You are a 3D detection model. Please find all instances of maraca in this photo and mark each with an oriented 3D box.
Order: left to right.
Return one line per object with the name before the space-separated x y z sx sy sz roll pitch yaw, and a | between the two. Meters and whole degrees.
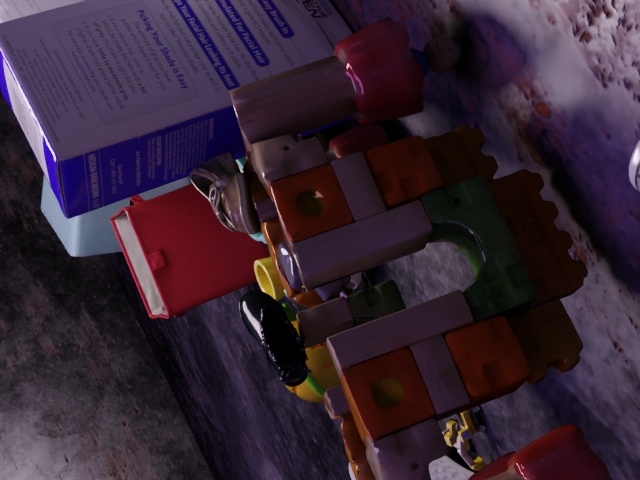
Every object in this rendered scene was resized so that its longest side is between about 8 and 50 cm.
maraca | -0.019 0.162 1.406 0.127 0.099 0.185 49 -170 -37

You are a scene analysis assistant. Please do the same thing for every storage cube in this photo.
storage cube | -0.217 0.006 1.607 0.215 0.193 0.184 69 160 -3

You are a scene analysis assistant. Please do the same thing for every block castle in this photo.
block castle | 0.091 0.057 0.857 0.303 0.213 0.453 91 158 -72

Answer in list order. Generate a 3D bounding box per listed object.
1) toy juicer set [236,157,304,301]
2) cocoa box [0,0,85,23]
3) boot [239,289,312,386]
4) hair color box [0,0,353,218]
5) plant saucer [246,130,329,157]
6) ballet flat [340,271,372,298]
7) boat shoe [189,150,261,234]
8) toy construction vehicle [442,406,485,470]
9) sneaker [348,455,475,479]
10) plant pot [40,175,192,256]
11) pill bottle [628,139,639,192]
toy juicer set | -0.091 -0.068 1.355 0.329 0.089 0.209 70 161 -5
cocoa box | -0.342 -0.276 1.521 0.347 0.231 0.228 49 164 44
boot | -0.048 0.090 0.964 0.121 0.045 0.099 60 173 19
hair color box | -0.141 -0.171 0.997 0.185 0.339 0.110 58 158 25
plant saucer | -0.057 -0.145 1.137 0.188 0.045 0.188 21 -148 -58
ballet flat | 0.000 0.000 1.165 0.079 0.077 0.221 7 146 45
boat shoe | -0.092 -0.042 0.913 0.153 0.048 0.056 -120 13 -60
toy construction vehicle | 0.152 0.207 1.103 0.086 0.035 0.098 18 128 65
sneaker | 0.178 0.351 1.099 0.150 0.135 0.366 56 171 -35
plant pot | -0.381 -0.143 1.821 0.247 0.248 0.252 41 132 52
pill bottle | 0.245 -0.026 0.568 0.116 0.065 0.065 49 153 40
